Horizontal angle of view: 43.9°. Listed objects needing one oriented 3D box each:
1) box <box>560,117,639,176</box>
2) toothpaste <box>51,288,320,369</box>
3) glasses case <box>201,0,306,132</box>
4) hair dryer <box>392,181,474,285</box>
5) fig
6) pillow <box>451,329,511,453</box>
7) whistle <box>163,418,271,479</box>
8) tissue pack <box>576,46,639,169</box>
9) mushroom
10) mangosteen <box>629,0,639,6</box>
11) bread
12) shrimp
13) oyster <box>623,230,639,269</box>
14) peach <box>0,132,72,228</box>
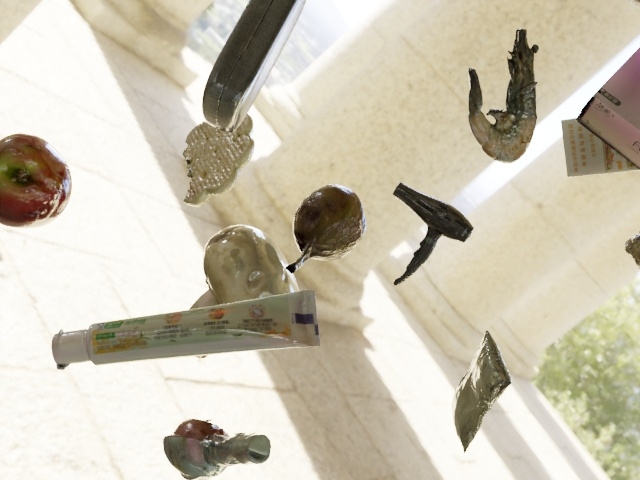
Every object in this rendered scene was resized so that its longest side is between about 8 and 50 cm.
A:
[{"bbox_3d":[0.586,-0.193,1.559,0.032,0.220,0.122,-15,98,-47],"label":"box"},{"bbox_3d":[-0.160,0.109,0.948,0.056,0.314,0.058,-104,-173,-81],"label":"toothpaste"},{"bbox_3d":[-0.104,-0.339,1.346,0.074,0.323,0.131,24,-20,1],"label":"glasses case"},{"bbox_3d":[0.208,0.001,1.758,0.195,0.219,0.075,33,7,11],"label":"hair dryer"},{"bbox_3d":[-0.019,-0.027,1.975,0.290,0.191,0.191,-23,68,-39],"label":"fig"},{"bbox_3d":[0.319,0.311,1.629,0.050,0.230,0.148,13,37,-7],"label":"pillow"},{"bbox_3d":[-0.221,0.438,1.673,0.142,0.346,0.134,51,52,-15],"label":"whistle"},{"bbox_3d":[0.576,-0.192,1.317,0.246,0.148,0.092,41,-17,13],"label":"tissue pack"},{"bbox_3d":[-0.173,0.142,1.981,0.315,0.356,0.315,8,20,-3],"label":"mushroom"},{"bbox_3d":[0.679,-0.542,1.611,0.140,0.140,0.140,46,12,-13],"label":"mangosteen"},{"bbox_3d":[-0.208,-0.178,1.640,0.039,0.181,0.251,47,24,-41],"label":"bread"},{"bbox_3d":[0.287,-0.231,1.247,0.150,0.217,0.051,5,-1,-34],"label":"shrimp"},{"bbox_3d":[0.663,0.025,1.533,0.163,0.081,0.191,19,60,-10],"label":"oyster"},{"bbox_3d":[-0.576,-0.110,1.550,0.197,0.197,0.197,46,12,-13],"label":"peach"}]
